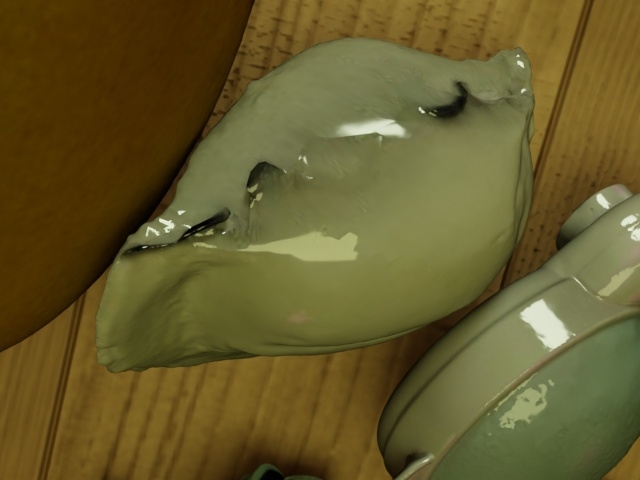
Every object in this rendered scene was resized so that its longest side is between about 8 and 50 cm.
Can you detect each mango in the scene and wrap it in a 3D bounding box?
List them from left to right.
[{"bbox_3d":[-0.157,-0.134,0.744,0.232,0.300,0.445,25,113,25],"label":"mango"}]

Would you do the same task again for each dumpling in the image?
[{"bbox_3d":[-0.001,-0.005,0.861,0.243,0.175,0.227,2,148,-9],"label":"dumpling"}]

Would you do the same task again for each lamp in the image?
[{"bbox_3d":[0.138,0.078,0.889,0.246,0.179,0.108,-47,70,4],"label":"lamp"}]

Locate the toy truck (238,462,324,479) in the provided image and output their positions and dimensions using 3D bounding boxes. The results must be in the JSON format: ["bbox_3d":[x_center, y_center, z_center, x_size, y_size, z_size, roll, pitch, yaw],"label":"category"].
[{"bbox_3d":[-0.022,0.286,0.954,0.184,0.133,0.338,-32,102,26],"label":"toy truck"}]
